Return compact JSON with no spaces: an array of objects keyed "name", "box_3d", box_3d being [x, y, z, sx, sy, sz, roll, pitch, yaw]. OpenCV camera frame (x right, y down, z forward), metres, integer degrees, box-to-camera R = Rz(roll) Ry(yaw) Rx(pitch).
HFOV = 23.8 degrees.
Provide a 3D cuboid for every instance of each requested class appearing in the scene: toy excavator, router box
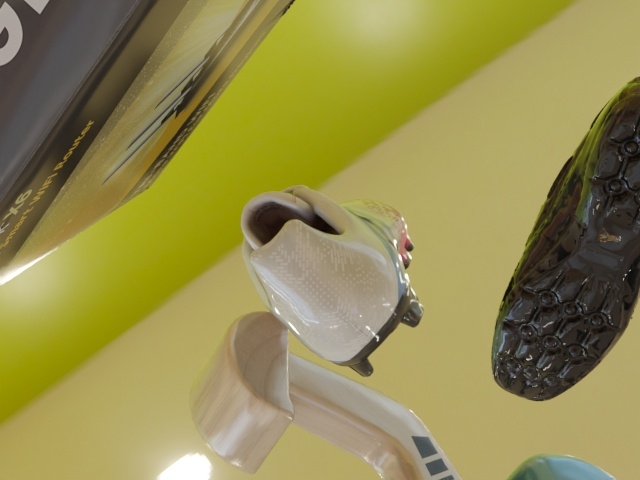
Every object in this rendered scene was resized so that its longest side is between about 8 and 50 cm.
[{"name":"toy excavator","box_3d":[0.136,0.261,1.308,0.222,0.433,0.445,-57,-135,30]},{"name":"router box","box_3d":[-0.072,-0.118,0.646,0.309,0.081,0.243,-49,177,28]}]

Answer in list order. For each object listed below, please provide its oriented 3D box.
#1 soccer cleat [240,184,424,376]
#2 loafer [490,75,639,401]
[{"name":"soccer cleat","box_3d":[0.000,0.000,1.228,0.116,0.143,0.331,-47,-169,5]},{"name":"loafer","box_3d":[0.167,0.000,0.926,0.078,0.076,0.223,-63,176,-63]}]
